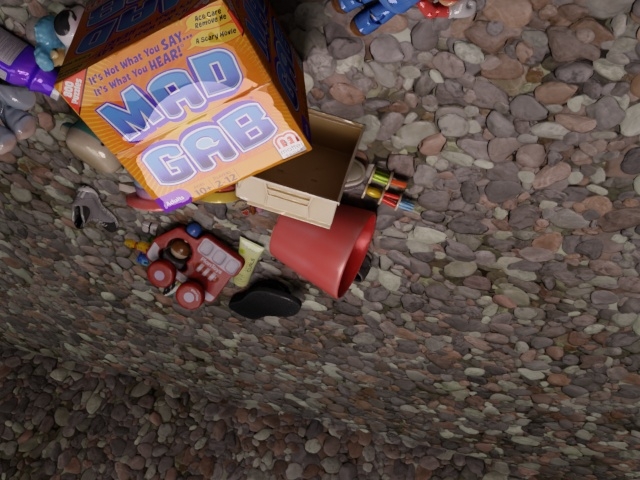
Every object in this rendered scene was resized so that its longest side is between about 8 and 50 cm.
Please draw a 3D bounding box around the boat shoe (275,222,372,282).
[{"bbox_3d":[0.005,0.035,2.080,0.335,0.095,0.112,22,145,-3],"label":"boat shoe"}]

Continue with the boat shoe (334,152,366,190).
[{"bbox_3d":[-0.037,-0.172,1.792,0.324,0.116,0.096,1,149,6],"label":"boat shoe"}]

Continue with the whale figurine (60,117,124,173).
[{"bbox_3d":[-0.666,-0.293,1.953,0.216,0.141,0.272,38,165,-24],"label":"whale figurine"}]

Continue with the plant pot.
[{"bbox_3d":[0.000,0.000,1.911,0.243,0.275,0.275,23,146,12],"label":"plant pot"}]

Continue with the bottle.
[{"bbox_3d":[-0.819,-0.481,1.753,0.283,0.118,0.092,31,141,-18],"label":"bottle"}]

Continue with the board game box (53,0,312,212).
[{"bbox_3d":[-0.260,-0.350,1.367,0.356,0.356,0.356,-22,132,14],"label":"board game box"}]

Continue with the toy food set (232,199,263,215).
[{"bbox_3d":[-0.222,-0.105,2.063,0.078,0.019,0.122,35,142,-21],"label":"toy food set"}]

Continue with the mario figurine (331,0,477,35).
[{"bbox_3d":[0.185,-0.512,1.270,0.198,0.170,0.320,1,176,-45],"label":"mario figurine"}]

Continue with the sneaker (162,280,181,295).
[{"bbox_3d":[-0.508,0.168,2.505,0.275,0.107,0.110,-18,139,41],"label":"sneaker"}]

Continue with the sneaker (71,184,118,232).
[{"bbox_3d":[-0.801,-0.074,2.282,0.086,0.132,0.228,2,141,23],"label":"sneaker"}]

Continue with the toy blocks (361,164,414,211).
[{"bbox_3d":[0.198,-0.136,1.794,0.148,0.054,0.123,20,146,-2],"label":"toy blocks"}]

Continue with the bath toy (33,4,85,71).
[{"bbox_3d":[-0.543,-0.495,1.594,0.348,0.129,0.151,-3,139,27],"label":"bath toy"}]

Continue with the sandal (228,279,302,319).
[{"bbox_3d":[-0.211,0.207,2.431,0.167,0.107,0.446,35,155,-24],"label":"sandal"}]

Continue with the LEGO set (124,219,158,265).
[{"bbox_3d":[-0.654,0.014,2.373,0.093,0.087,0.227,22,144,-4],"label":"LEGO set"}]

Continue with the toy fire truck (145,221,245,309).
[{"bbox_3d":[-0.441,0.071,2.276,0.302,0.169,0.254,38,111,-3],"label":"toy fire truck"}]

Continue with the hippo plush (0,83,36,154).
[{"bbox_3d":[-0.995,-0.371,1.875,0.237,0.234,0.294,7,171,36],"label":"hippo plush"}]

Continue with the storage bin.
[{"bbox_3d":[-0.051,-0.197,1.649,0.260,0.262,0.123,17,147,3],"label":"storage bin"}]

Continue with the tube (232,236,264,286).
[{"bbox_3d":[-0.262,0.075,2.298,0.070,0.062,0.240,-7,147,-24],"label":"tube"}]

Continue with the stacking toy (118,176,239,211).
[{"bbox_3d":[-0.408,-0.189,1.843,0.279,0.309,0.130,26,120,47],"label":"stacking toy"}]
